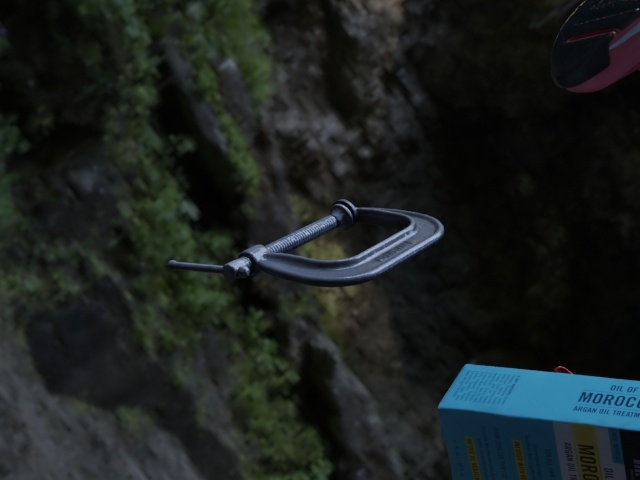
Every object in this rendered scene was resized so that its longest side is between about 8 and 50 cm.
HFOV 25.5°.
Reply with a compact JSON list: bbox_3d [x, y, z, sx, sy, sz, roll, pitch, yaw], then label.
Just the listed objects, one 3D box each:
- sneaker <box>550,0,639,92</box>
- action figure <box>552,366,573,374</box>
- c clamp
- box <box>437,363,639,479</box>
[{"bbox_3d":[0.346,-0.194,1.263,0.136,0.314,0.116,61,-20,-15],"label":"sneaker"},{"bbox_3d":[0.246,0.237,1.676,0.139,0.091,0.280,52,-19,0],"label":"action figure"},{"bbox_3d":[0.000,0.000,0.958,0.137,0.160,0.022,12,-66,40],"label":"c clamp"},{"bbox_3d":[0.215,0.158,1.048,0.244,0.060,0.101,3,-57,30],"label":"box"}]
